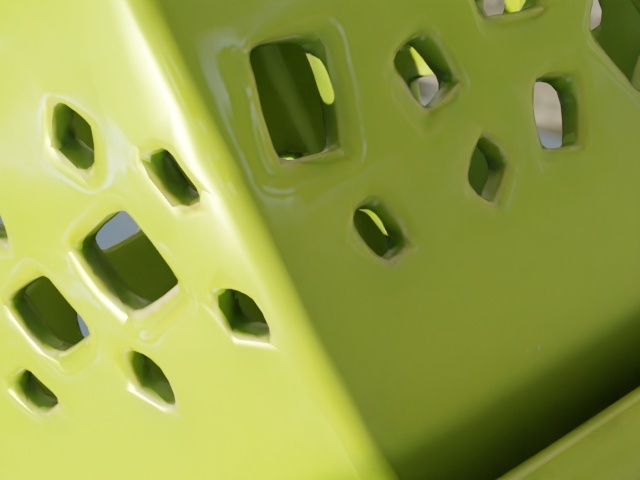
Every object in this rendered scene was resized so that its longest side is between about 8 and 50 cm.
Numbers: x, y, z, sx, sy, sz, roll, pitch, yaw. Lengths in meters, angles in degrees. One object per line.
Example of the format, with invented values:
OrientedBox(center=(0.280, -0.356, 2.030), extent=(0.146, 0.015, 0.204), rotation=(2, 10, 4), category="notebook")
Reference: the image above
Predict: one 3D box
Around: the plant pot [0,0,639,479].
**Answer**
OrientedBox(center=(0.000, 0.000, 0.550), extent=(0.227, 0.207, 0.228), rotation=(-26, -177, -39), category="plant pot")
